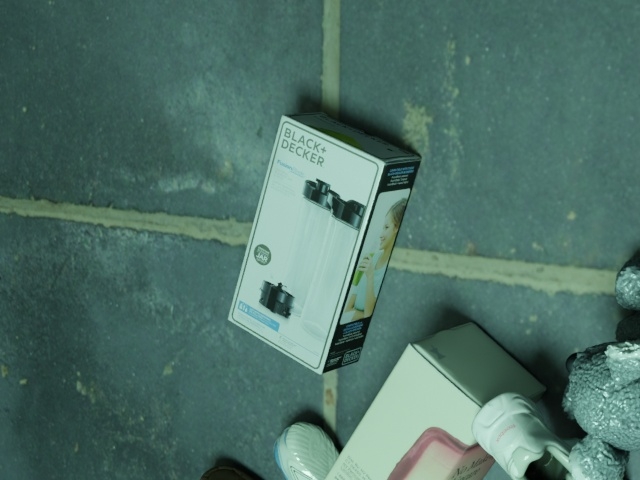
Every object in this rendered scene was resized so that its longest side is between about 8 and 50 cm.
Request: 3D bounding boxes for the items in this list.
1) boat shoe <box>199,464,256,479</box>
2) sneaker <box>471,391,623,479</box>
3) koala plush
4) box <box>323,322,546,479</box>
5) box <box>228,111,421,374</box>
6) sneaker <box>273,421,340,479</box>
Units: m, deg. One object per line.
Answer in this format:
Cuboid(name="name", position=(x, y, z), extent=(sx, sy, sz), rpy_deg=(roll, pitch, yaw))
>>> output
Cuboid(name="boat shoe", position=(-0.064, 0.409, 1.611), extent=(0.257, 0.095, 0.095), rpy_deg=(33, 129, 35))
Cuboid(name="sneaker", position=(0.257, 0.259, 1.260), extent=(0.090, 0.232, 0.115), rpy_deg=(-48, 31, 15))
Cuboid(name="koala plush", position=(0.328, 0.146, 1.189), extent=(0.203, 0.221, 0.196), rpy_deg=(32, 113, 29))
Cuboid(name="box", position=(0.132, 0.231, 1.393), extent=(0.127, 0.148, 0.232), rpy_deg=(42, 119, 24))
Cuboid(name="box", position=(0.000, 0.000, 1.498), extent=(0.169, 0.087, 0.290), rpy_deg=(29, 112, 30))
Cuboid(name="sneaker", position=(0.023, 0.344, 1.542), extent=(0.237, 0.085, 0.086), rpy_deg=(55, 150, 13))
